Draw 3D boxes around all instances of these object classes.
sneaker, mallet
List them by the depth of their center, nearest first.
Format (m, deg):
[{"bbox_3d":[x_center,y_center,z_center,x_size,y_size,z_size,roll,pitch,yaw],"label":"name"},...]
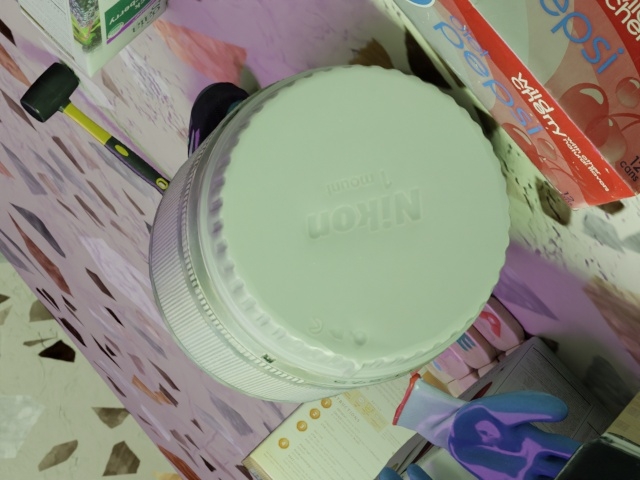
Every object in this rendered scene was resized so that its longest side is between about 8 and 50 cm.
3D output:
[{"bbox_3d":[-0.095,-0.084,1.731,0.098,0.083,0.224,45,166,26],"label":"sneaker"},{"bbox_3d":[-0.226,-0.118,2.100,0.189,0.062,0.039,32,166,-2],"label":"mallet"}]

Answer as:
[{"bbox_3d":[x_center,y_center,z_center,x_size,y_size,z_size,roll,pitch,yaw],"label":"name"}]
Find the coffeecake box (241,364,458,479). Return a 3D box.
[{"bbox_3d":[0.043,0.192,1.841,0.142,0.185,0.068,47,165,2],"label":"coffeecake box"}]

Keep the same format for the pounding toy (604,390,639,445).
[{"bbox_3d":[0.291,0.177,1.321,0.206,0.094,0.181,30,153,29],"label":"pounding toy"}]

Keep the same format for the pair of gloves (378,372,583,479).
[{"bbox_3d":[0.111,0.175,1.368,0.159,0.023,0.198,26,123,13],"label":"pair of gloves"}]

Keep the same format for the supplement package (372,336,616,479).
[{"bbox_3d":[0.121,0.216,1.517,0.149,0.203,0.194,46,121,1],"label":"supplement package"}]

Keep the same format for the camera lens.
[{"bbox_3d":[0.000,0.000,1.410,0.219,0.219,0.274,48,165,-3],"label":"camera lens"}]

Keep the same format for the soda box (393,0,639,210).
[{"bbox_3d":[0.096,-0.141,1.052,0.263,0.083,0.092,48,166,-7],"label":"soda box"}]

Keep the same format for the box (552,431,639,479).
[{"bbox_3d":[0.323,0.442,1.226,0.480,0.297,0.472,22,148,37],"label":"box"}]

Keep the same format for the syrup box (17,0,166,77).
[{"bbox_3d":[-0.186,-0.231,1.575,0.096,0.093,0.237,44,165,11],"label":"syrup box"}]

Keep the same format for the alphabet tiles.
[{"bbox_3d":[0.155,0.129,1.696,0.284,0.021,0.278,47,165,1],"label":"alphabet tiles"}]
